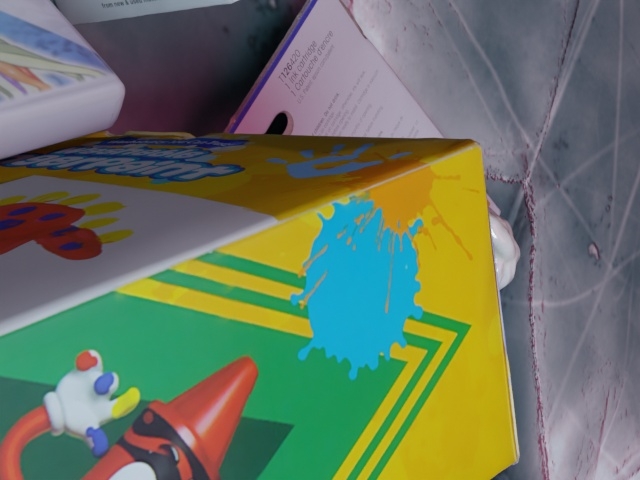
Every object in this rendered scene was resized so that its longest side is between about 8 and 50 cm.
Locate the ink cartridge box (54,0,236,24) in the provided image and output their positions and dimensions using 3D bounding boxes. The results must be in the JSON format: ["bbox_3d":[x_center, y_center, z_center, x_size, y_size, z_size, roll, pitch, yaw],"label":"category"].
[{"bbox_3d":[-0.101,-0.311,0.820,0.198,0.197,0.270,-39,118,-36],"label":"ink cartridge box"}]

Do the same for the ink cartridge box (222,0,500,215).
[{"bbox_3d":[0.000,0.000,1.031,0.307,0.072,0.303,46,63,-34],"label":"ink cartridge box"}]

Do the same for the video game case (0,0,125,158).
[{"bbox_3d":[-0.309,-0.125,0.599,0.329,0.300,0.036,-23,151,-42],"label":"video game case"}]

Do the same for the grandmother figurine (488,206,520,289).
[{"bbox_3d":[0.037,0.054,0.962,0.342,0.104,0.208,-30,108,-41],"label":"grandmother figurine"}]

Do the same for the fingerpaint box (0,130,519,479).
[{"bbox_3d":[-0.200,0.066,0.571,0.371,0.445,0.163,-24,111,-42],"label":"fingerpaint box"}]
